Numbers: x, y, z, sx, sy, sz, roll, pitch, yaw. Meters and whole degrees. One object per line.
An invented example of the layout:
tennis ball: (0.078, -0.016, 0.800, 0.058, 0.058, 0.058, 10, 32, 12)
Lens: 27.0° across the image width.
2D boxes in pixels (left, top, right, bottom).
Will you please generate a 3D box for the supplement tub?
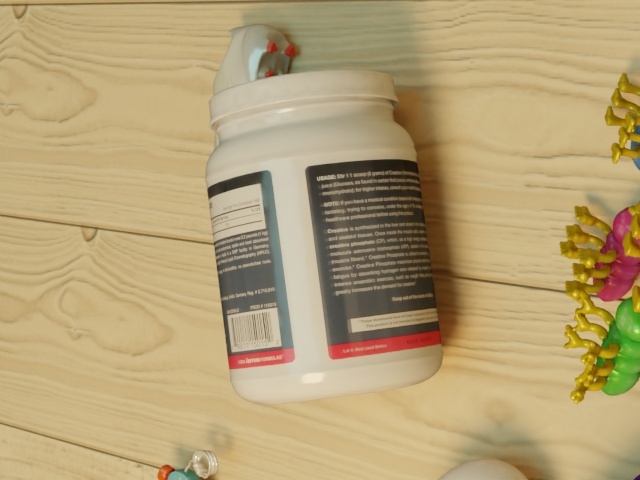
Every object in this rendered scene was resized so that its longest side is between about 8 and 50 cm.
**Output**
supplement tub: (0.000, 0.000, 1.183, 0.191, 0.191, 0.272, -10, 85, 38)

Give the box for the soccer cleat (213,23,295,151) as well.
soccer cleat: (-0.078, -0.117, 1.324, 0.076, 0.068, 0.196, 16, 94, 41)

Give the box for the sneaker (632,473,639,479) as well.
sneaker: (0.278, 0.210, 1.001, 0.293, 0.146, 0.102, -41, 67, 31)

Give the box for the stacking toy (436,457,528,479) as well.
stacking toy: (0.092, 0.416, 1.095, 0.350, 0.350, 0.480, 12, 78, 37)

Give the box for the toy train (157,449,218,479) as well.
toy train: (-0.107, 0.298, 1.370, 0.125, 0.046, 0.166, -24, 80, 35)

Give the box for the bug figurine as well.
bug figurine: (0.247, -0.004, 1.003, 0.072, 0.279, 0.216, 16, 125, -4)
